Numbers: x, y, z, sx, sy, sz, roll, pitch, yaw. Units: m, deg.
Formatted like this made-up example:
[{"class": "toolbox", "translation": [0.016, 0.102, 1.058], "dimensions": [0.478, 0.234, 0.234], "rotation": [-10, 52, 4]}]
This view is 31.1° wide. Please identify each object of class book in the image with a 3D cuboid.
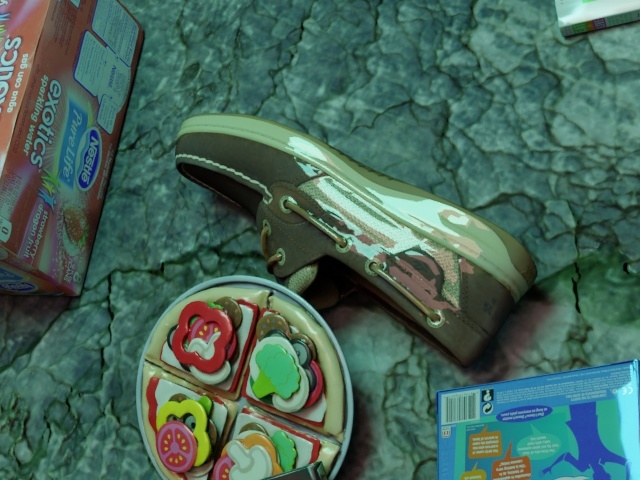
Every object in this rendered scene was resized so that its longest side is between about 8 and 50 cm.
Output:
[{"class": "book", "translation": [0.269, -0.232, 0.973], "dimensions": [0.144, 0.035, 0.096], "rotation": [-11, 67, 18]}]

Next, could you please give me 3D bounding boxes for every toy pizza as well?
[{"class": "toy pizza", "translation": [-0.068, 0.128, 0.912], "dimensions": [0.201, 0.032, 0.201], "rotation": [-1, 88, 27]}]

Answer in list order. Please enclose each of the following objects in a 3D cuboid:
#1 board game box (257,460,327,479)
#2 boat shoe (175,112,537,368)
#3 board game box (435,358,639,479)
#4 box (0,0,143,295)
[{"class": "board game box", "translation": [-0.099, 0.270, 0.879], "dimensions": [0.259, 0.030, 0.136], "rotation": [-19, 82, 15]}, {"class": "boat shoe", "translation": [0.000, 0.000, 0.934], "dimensions": [0.342, 0.123, 0.123], "rotation": [26, 78, 25]}, {"class": "board game box", "translation": [0.158, 0.198, 0.791], "dimensions": [0.160, 0.047, 0.210], "rotation": [-14, 61, 33]}, {"class": "box", "translation": [-0.290, -0.110, 1.094], "dimensions": [0.142, 0.154, 0.300], "rotation": [0, 68, 25]}]
